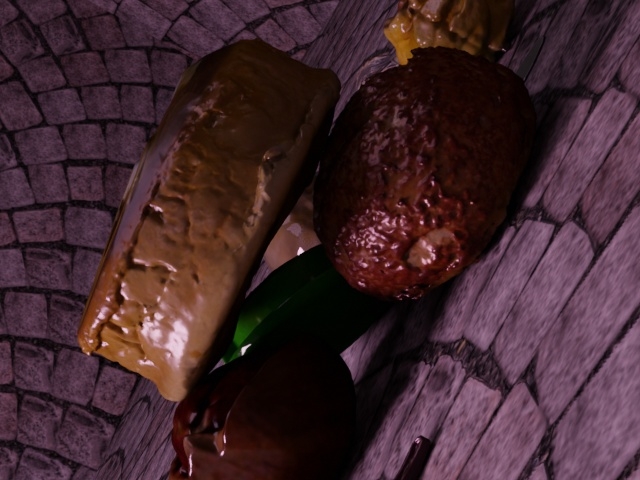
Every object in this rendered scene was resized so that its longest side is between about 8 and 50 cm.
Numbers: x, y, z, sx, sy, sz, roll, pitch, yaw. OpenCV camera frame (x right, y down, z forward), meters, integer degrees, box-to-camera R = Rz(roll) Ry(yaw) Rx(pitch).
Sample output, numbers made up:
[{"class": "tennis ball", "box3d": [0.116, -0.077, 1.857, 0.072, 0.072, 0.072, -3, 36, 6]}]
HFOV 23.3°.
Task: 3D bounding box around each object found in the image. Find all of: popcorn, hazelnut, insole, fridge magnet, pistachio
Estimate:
[{"class": "popcorn", "box3d": [0.142, -0.239, 1.681, 0.167, 0.152, 0.148, -60, -13, -6]}, {"class": "hazelnut", "box3d": [-0.052, 0.169, 1.403, 0.170, 0.160, 0.201, -76, 4, -58]}, {"class": "insole", "box3d": [0.182, -0.135, 1.531, 0.152, 0.002, 0.053, -60, 9, 10]}, {"class": "fridge magnet", "box3d": [-0.011, 0.074, 1.524, 0.208, 0.088, 0.208, -34, -16, -11]}, {"class": "pistachio", "box3d": [0.000, 0.000, 1.745, 0.238, 0.138, 0.153, -129, 34, -82]}]

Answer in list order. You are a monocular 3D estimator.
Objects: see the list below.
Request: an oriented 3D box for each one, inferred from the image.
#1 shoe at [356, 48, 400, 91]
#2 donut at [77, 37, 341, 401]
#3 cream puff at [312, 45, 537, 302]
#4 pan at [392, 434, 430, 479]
[{"class": "shoe", "box3d": [0.099, -0.185, 1.930, 0.180, 0.089, 0.092, -36, 28, 55]}, {"class": "donut", "box3d": [-0.108, -0.028, 1.390, 0.330, 0.160, 0.330, -63, 0, -1]}, {"class": "cream puff", "box3d": [0.086, -0.067, 1.373, 0.240, 0.164, 0.240, -58, 3, 5]}, {"class": "pan", "box3d": [0.026, 0.233, 1.137, 0.212, 0.040, 0.115, -65, 14, -19]}]
